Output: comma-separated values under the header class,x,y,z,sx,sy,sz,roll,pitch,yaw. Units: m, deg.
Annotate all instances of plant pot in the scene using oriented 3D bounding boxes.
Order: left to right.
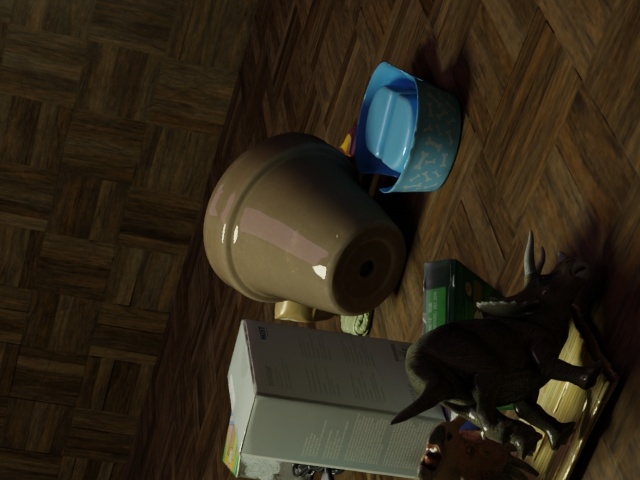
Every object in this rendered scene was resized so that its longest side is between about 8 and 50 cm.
class,x,y,z,sx,sy,sz,roll,pitch,yaw
plant pot,0.000,0.000,2.026,0.229,0.263,0.263,31,113,43

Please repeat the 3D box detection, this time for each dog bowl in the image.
class,x,y,z,sx,sy,sz,roll,pitch,yaw
dog bowl,0.123,-0.156,1.978,0.297,0.074,0.166,-128,50,-72

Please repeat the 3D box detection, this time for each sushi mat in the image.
class,x,y,z,sx,sy,sz,roll,pitch,yaw
sushi mat,0.220,0.229,1.421,0.151,0.019,0.316,-103,27,-60

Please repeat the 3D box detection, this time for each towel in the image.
class,x,y,z,sx,sy,sz,roll,pitch,yaw
towel,0.062,0.073,2.145,0.110,0.027,0.148,-174,95,-77

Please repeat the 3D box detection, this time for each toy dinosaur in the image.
class,x,y,z,sx,sy,sz,roll,pitch,yaw
toy dinosaur,0.139,0.262,1.453,0.296,0.127,0.200,-121,51,-89
toy dinosaur,0.153,0.123,1.301,0.160,0.313,0.121,39,137,33

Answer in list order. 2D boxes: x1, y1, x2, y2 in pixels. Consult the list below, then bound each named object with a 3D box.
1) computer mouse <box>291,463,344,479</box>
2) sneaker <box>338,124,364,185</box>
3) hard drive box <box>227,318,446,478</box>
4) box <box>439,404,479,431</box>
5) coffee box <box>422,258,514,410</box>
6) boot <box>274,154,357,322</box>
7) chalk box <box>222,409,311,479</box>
class,x,y,z,sx,sy,sz,roll,pitch,yaw
computer mouse,-0.011,0.419,1.978,0.184,0.060,0.262,141,144,-64
sneaker,0.023,-0.107,2.312,0.069,0.084,0.185,-115,38,-67
hard drive box,0.015,0.188,1.678,0.181,0.232,0.089,-105,28,-63
box,0.158,0.184,1.663,0.225,0.036,0.136,114,161,-44
coffee box,0.163,0.102,1.454,0.040,0.184,0.113,-9,66,30
boot,-0.036,0.000,2.211,0.089,0.236,0.269,22,107,41
chalk box,-0.071,0.284,2.300,0.132,0.132,0.213,-168,90,-76
